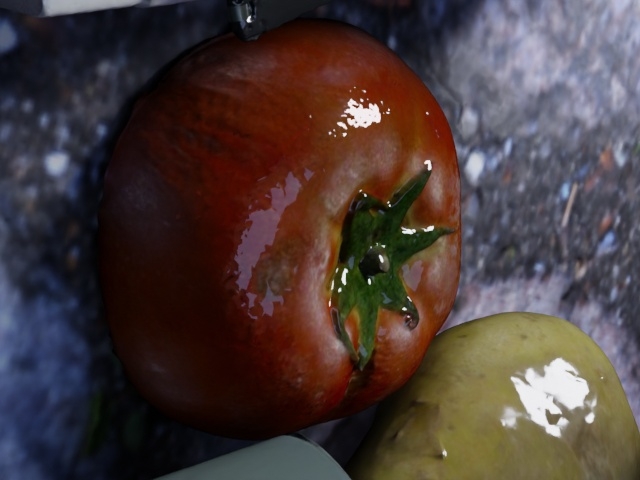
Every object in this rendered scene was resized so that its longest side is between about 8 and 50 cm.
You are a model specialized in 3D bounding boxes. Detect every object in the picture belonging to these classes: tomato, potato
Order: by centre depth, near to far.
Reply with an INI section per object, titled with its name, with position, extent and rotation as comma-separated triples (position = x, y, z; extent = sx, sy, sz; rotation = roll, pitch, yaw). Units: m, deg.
[tomato]
position = 0.000, 0.000, 0.688
extent = 0.225, 0.085, 0.225
rotation = -12, 108, -41
[potato]
position = 0.073, 0.175, 0.768
extent = 0.296, 0.141, 0.191
rotation = -45, 128, -20

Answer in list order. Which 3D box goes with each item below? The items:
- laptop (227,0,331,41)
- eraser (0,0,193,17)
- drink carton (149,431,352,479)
[laptop]
position = -0.004, -0.184, 0.565
extent = 0.129, 0.016, 0.180
rotation = -32, 125, -39
[eraser]
position = -0.050, -0.166, 0.582
extent = 0.210, 0.068, 0.124
rotation = -19, 119, -45
[drink carton]
position = -0.066, 0.176, 0.578
extent = 0.190, 0.185, 0.191
rotation = -14, 111, -21
